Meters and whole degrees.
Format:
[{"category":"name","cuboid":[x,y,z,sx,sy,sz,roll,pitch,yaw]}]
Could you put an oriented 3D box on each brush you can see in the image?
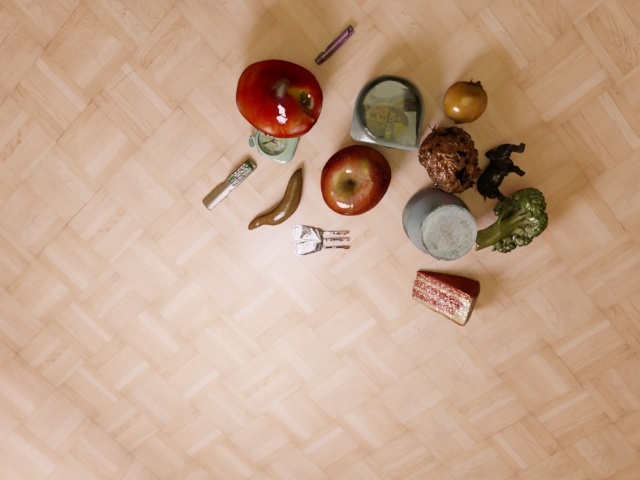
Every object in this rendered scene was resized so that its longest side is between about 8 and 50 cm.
[{"category":"brush","cuboid":[-0.372,-0.222,1.906,0.282,0.048,0.054,-38,98,18]}]

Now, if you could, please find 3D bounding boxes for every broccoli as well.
[{"category":"broccoli","cuboid":[0.697,-0.062,1.776,0.302,0.186,0.254,-27,147,12]}]

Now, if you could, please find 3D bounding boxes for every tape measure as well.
[{"category":"tape measure","cuboid":[0.249,-0.458,1.704,0.259,0.138,0.262,10,110,2]}]

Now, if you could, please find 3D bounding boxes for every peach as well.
[{"category":"peach","cuboid":[-0.161,-0.504,1.693,0.338,0.281,0.281,15,116,42]}]

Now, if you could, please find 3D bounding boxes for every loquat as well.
[{"category":"loquat","cuboid":[0.510,-0.490,1.661,0.163,0.137,0.163,9,114,21]}]

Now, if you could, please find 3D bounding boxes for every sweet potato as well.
[{"category":"sweet potato","cuboid":[-0.157,-0.133,1.899,0.346,0.079,0.108,-45,71,19]}]

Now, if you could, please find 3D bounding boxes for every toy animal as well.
[{"category":"toy animal","cuboid":[0.652,-0.258,1.722,0.114,0.146,0.245,27,114,-23]}]

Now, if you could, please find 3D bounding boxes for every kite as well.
[{"category":"kite","cuboid":[0.000,0.001,1.957,0.245,0.015,0.141,-1,112,8]}]

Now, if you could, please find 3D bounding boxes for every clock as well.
[{"category":"clock","cuboid":[-0.179,-0.391,1.815,0.188,0.060,0.148,23,111,-1]}]

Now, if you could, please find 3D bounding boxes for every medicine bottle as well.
[{"category":"medicine bottle","cuboid":[0.437,-0.055,1.727,0.244,0.290,0.245,0,104,1]}]

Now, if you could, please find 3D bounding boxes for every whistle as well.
[{"category":"whistle","cuboid":[0.050,-0.700,1.695,0.176,0.033,0.033,-39,101,17]}]

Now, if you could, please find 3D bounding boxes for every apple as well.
[{"category":"apple","cuboid":[0.129,-0.224,1.766,0.251,0.206,0.272,28,108,7]}]

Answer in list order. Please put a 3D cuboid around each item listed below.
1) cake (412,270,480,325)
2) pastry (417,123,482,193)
[{"category":"cake","cuboid":[0.505,0.236,1.905,0.261,0.160,0.158,9,113,5]},{"category":"pastry","cuboid":[0.472,-0.294,1.671,0.275,0.275,0.193,42,122,-9]}]
